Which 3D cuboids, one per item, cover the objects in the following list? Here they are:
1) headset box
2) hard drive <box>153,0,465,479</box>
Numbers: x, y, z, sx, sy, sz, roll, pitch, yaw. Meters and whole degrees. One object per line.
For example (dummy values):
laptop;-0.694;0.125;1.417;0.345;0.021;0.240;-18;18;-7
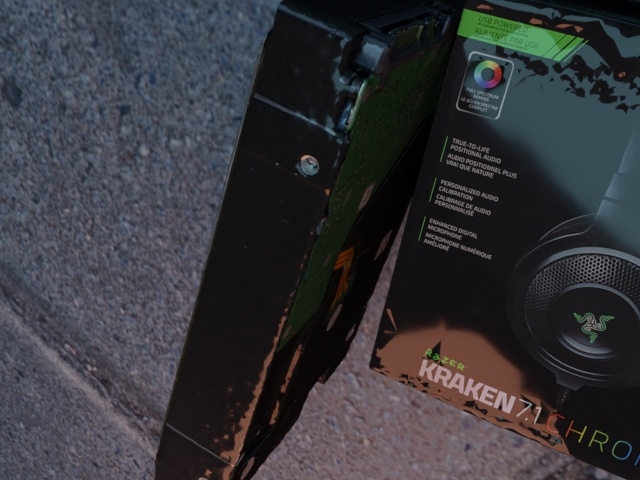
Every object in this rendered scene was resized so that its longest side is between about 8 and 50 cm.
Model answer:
headset box;0.190;-0.015;0.443;0.246;0.131;0.283;21;119;16
hard drive;0.000;0.000;0.481;0.064;0.237;0.339;28;122;13
